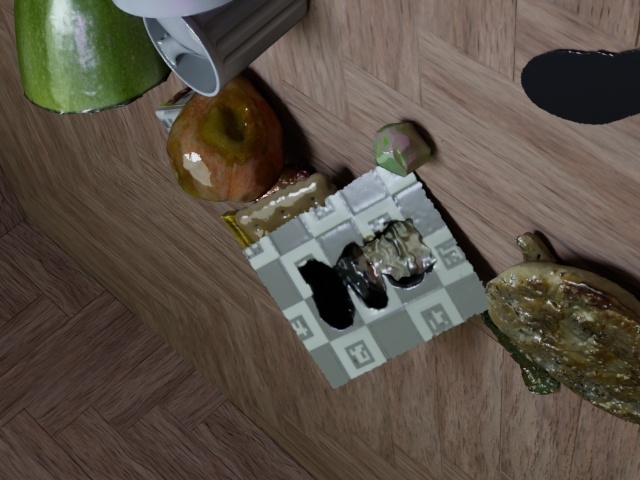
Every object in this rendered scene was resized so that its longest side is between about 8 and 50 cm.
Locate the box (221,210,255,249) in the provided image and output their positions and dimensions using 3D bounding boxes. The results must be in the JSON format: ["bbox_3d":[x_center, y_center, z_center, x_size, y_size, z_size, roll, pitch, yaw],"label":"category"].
[{"bbox_3d":[-0.159,0.000,2.634,0.156,0.022,0.089,56,159,-18],"label":"box"}]

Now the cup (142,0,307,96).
[{"bbox_3d":[-0.151,-0.359,1.724,0.221,0.202,0.167,57,158,-20],"label":"cup"}]

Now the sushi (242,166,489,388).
[{"bbox_3d":[0.094,0.044,1.986,0.373,0.100,0.296,-32,91,34],"label":"sushi"}]

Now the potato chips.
[{"bbox_3d":[0.327,0.174,1.954,0.142,0.026,0.209,28,151,49],"label":"potato chips"}]

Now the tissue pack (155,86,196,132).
[{"bbox_3d":[-0.233,-0.237,2.255,0.106,0.099,0.148,55,159,-21],"label":"tissue pack"}]

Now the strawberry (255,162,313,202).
[{"bbox_3d":[-0.029,-0.073,2.162,0.167,0.087,0.208,-35,77,34],"label":"strawberry"}]

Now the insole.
[{"bbox_3d":[0.334,-0.181,1.333,0.109,0.007,0.322,54,159,-17],"label":"insole"}]

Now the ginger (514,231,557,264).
[{"bbox_3d":[0.315,0.040,1.715,0.057,0.044,0.137,56,167,39],"label":"ginger"}]

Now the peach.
[{"bbox_3d":[-0.170,-0.184,2.071,0.214,0.214,0.236,4,96,62],"label":"peach"}]

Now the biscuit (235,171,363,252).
[{"bbox_3d":[0.013,0.032,2.095,0.217,0.044,0.325,-22,119,33],"label":"biscuit"}]

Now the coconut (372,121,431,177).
[{"bbox_3d":[0.117,-0.137,1.752,0.082,0.081,0.083,58,171,13],"label":"coconut"}]

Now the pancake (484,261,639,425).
[{"bbox_3d":[0.391,0.153,1.692,0.356,0.065,0.356,29,155,15],"label":"pancake"}]

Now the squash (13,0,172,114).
[{"bbox_3d":[-0.427,-0.428,2.041,0.310,0.310,0.309,33,152,36],"label":"squash"}]

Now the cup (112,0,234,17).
[{"bbox_3d":[-0.211,-0.500,1.541,0.253,0.253,0.372,31,150,39],"label":"cup"}]
